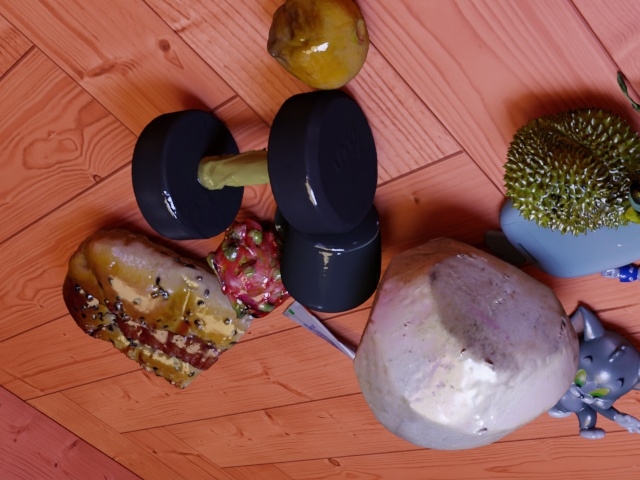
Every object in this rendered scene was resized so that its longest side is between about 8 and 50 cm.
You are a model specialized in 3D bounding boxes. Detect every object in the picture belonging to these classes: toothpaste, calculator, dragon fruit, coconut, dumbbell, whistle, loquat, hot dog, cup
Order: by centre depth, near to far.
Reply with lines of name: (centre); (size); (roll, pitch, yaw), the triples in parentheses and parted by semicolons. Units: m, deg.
loquat: (-0.004, -0.258, 1.015); (0.137, 0.113, 0.137); (15, 168, 3)
calculator: (0.372, -0.017, 1.159); (0.185, 0.041, 0.299); (42, 141, -24)
dumbbell: (-0.098, -0.105, 1.171); (0.322, 0.204, 0.204); (-2, 137, 30)
whistle: (0.469, 0.048, 1.201); (0.083, 0.029, 0.033); (1, 102, 20)
coconut: (0.217, 0.162, 1.230); (0.352, 0.353, 0.353); (15, 143, 12)
cup: (0.000, 0.000, 1.302); (0.223, 0.169, 0.177); (39, 147, 28)
dragon fruit: (-0.125, 0.046, 1.407); (0.160, 0.166, 0.172); (-13, 128, 35)
hot dog: (-0.350, 0.129, 1.623); (0.365, 0.196, 0.367); (34, 140, -9)
toothpaste: (0.058, 0.221, 1.628); (0.301, 0.048, 0.075); (34, 171, -3)

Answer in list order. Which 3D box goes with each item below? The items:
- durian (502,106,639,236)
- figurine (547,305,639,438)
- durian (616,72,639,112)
durian: (0.331, -0.085, 1.002); (0.198, 0.159, 0.146); (7, 154, 15)
figurine: (0.478, 0.251, 1.364); (0.193, 0.140, 0.265); (36, 162, 23)
durian: (0.496, -0.069, 0.941); (0.375, 0.132, 0.107); (33, 150, 8)
